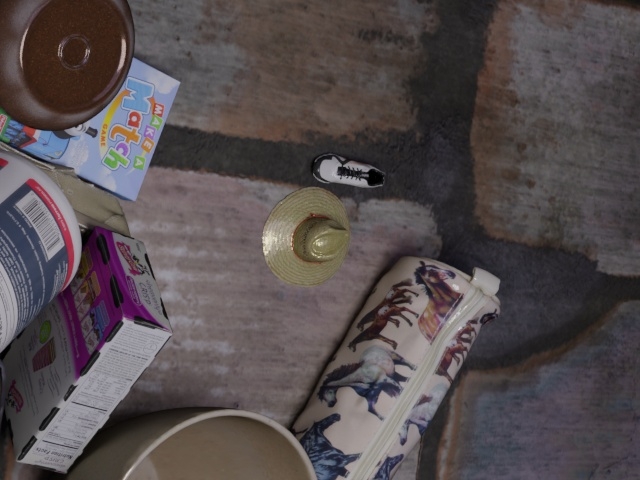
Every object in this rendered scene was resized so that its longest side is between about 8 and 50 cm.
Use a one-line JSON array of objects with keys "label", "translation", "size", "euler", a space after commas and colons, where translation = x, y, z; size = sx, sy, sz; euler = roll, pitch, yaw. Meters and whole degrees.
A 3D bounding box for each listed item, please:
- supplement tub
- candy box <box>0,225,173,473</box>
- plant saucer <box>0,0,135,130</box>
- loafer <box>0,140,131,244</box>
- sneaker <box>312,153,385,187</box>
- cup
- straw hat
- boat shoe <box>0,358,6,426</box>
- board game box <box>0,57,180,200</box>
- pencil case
[{"label": "supplement tub", "translation": [-0.389, 0.040, 1.639], "size": [0.272, 0.191, 0.191], "euler": [-51, 125, -51]}, {"label": "candy box", "translation": [-0.268, 0.123, 1.779], "size": [0.071, 0.159, 0.233], "euler": [22, 119, -35]}, {"label": "plant saucer", "translation": [-0.285, -0.215, 1.792], "size": [0.199, 0.036, 0.198], "euler": [-17, 117, -35]}, {"label": "loafer", "translation": [-0.333, -0.050, 1.819], "size": [0.268, 0.102, 0.092], "euler": [34, 33, -23]}, {"label": "sneaker", "translation": [0.039, -0.092, 2.111], "size": [0.109, 0.044, 0.040], "euler": [5, 94, -34]}, {"label": "cup", "translation": [-0.195, 0.336, 1.861], "size": [0.331, 0.237, 0.331], "euler": [-9, 103, -40]}, {"label": "straw hat", "translation": [0.000, 0.000, 2.082], "size": [0.144, 0.061, 0.144], "euler": [-4, 97, -35]}, {"label": "boat shoe", "translation": [-0.420, 0.253, 1.787], "size": [0.103, 0.092, 0.285], "euler": [18, 85, -37]}, {"label": "board game box", "translation": [-0.283, -0.159, 1.873], "size": [0.211, 0.039, 0.160], "euler": [26, 80, -36]}, {"label": "pencil case", "translation": [0.083, 0.205, 2.092], "size": [0.160, 0.183, 0.410], "euler": [43, 70, -31]}]
